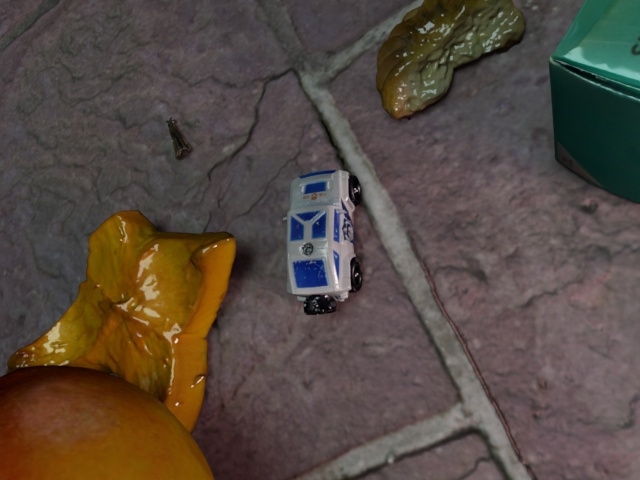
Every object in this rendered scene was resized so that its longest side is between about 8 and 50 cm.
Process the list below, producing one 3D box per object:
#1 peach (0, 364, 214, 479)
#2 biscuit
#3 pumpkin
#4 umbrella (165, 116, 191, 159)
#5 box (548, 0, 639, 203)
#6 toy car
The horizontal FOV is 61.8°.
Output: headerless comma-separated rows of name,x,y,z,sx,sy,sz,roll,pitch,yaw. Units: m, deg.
peach,-0.238,0.262,0.475,0.308,0.308,0.332,-44,53,9
biscuit,0.130,-0.231,0.618,0.183,0.061,0.118,-39,62,12
pumpkin,-0.250,0.090,0.689,0.290,0.095,0.259,13,88,24
umbrella,-0.210,-0.148,0.782,0.083,0.020,0.031,59,143,26
box,0.316,-0.206,0.439,0.118,0.205,0.311,30,91,31
toy car,0.000,0.000,0.610,0.080,0.070,0.171,-6,73,24
